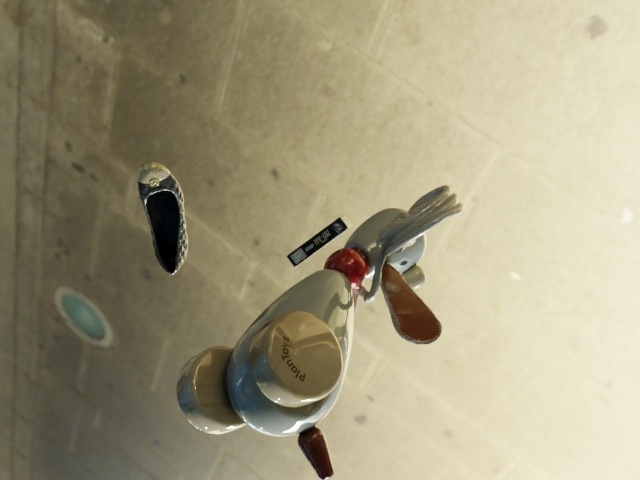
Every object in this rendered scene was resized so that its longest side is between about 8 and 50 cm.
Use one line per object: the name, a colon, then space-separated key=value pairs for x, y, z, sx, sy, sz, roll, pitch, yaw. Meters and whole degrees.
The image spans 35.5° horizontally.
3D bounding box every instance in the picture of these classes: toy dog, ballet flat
toy dog: x=0.026 y=0.103 z=0.990 sx=0.161 sy=0.334 sz=0.220 roll=56 pitch=159 yaw=-7
ballet flat: x=-0.211 y=-0.031 z=1.365 sx=0.057 sy=0.049 sz=0.173 roll=-11 pitch=126 yaw=-1

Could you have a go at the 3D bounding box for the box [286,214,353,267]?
box: x=0.000 y=0.000 z=1.251 sx=0.018 sy=0.083 sz=0.067 roll=54 pitch=-173 yaw=2
